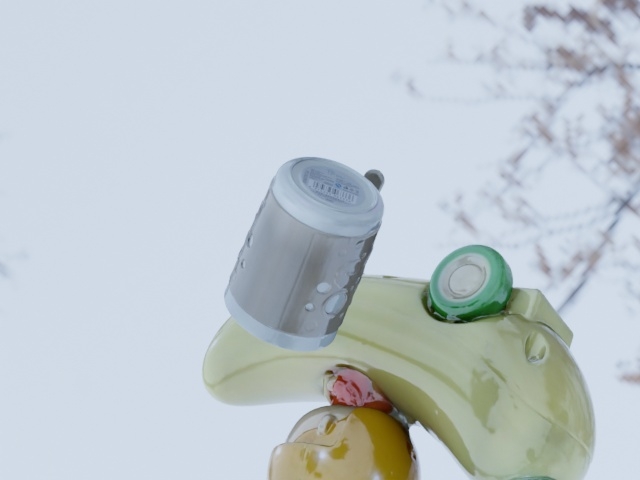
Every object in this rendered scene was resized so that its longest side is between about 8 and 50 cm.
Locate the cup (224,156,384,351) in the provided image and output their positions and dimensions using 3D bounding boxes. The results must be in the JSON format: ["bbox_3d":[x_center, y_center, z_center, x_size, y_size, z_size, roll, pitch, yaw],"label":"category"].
[{"bbox_3d":[0.003,0.005,1.115,0.074,0.102,0.099,50,-50,36],"label":"cup"}]

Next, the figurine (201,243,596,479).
[{"bbox_3d":[0.045,0.122,1.301,0.324,0.124,0.222,5,-117,36],"label":"figurine"}]
